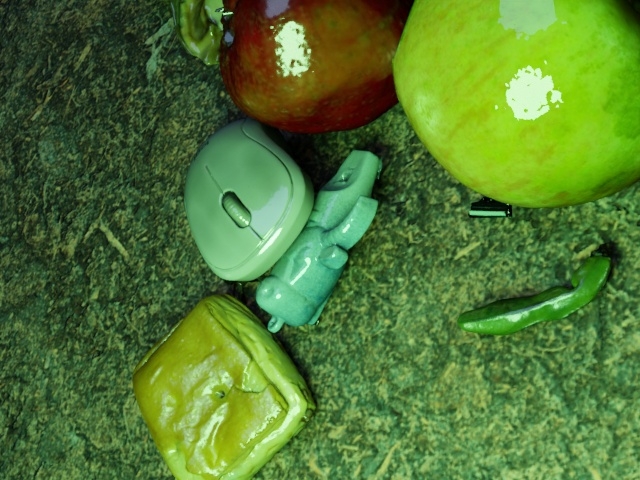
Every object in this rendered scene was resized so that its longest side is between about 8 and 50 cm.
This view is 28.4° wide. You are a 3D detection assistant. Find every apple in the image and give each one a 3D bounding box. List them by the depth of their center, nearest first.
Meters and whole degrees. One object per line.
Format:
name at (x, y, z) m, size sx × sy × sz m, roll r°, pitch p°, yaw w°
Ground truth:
apple at (0.254, -0.205, 1.365) m, size 0.339 × 0.339 × 0.340 m, roll -19°, pitch 56°, yaw 30°

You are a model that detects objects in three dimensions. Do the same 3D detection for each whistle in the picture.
whistle at (0.000, 0.000, 1.638) m, size 0.180 × 0.093 × 0.269 m, roll 7°, pitch 69°, yaw 61°

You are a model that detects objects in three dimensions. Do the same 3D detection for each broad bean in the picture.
broad bean at (0.249, 0.071, 1.431) m, size 0.195 × 0.046 × 0.061 m, roll -30°, pitch 39°, yaw 17°

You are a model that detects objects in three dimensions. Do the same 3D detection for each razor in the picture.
razor at (0.257, -0.135, 1.541) m, size 0.082 × 0.042 × 0.253 m, roll -1°, pitch 63°, yaw 61°

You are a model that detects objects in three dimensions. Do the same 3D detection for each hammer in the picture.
hammer at (-0.113, 0.119, 1.713) m, size 0.065 × 0.021 × 0.178 m, roll -13°, pitch 60°, yaw 32°

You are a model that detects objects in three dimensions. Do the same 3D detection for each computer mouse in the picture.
computer mouse at (-0.107, -0.073, 1.693) m, size 0.184 × 0.121 × 0.297 m, roll -44°, pitch 25°, yaw 16°

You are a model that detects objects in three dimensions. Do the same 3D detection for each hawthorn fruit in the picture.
hawthorn fruit at (0.016, -0.272, 1.675) m, size 0.265 × 0.307 × 0.265 m, roll 175°, pitch 90°, yaw -74°

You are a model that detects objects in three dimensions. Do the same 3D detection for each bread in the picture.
bread at (-0.136, 0.197, 1.621) m, size 0.210 × 0.099 × 0.235 m, roll -44°, pitch 55°, yaw 10°

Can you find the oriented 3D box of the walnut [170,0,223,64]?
walnut at (-0.097, -0.349, 1.877) m, size 0.238 × 0.141 × 0.204 m, roll -26°, pitch 65°, yaw 25°
